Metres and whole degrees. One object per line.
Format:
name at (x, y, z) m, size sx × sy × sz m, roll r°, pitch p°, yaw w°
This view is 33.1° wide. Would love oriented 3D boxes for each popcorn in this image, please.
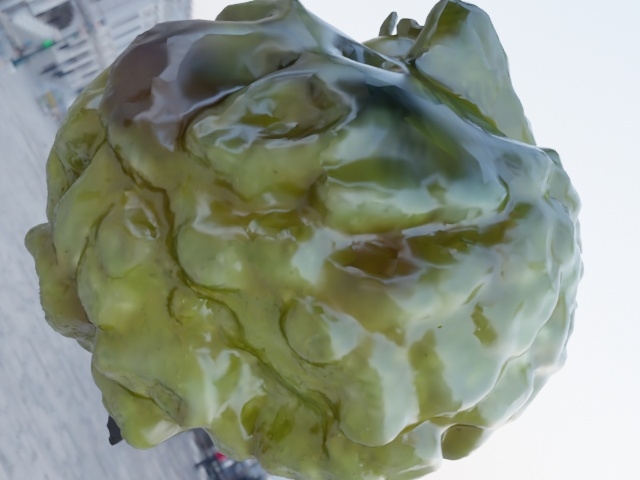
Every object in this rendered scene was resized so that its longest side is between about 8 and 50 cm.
popcorn at (-0.002, -0.002, 0.434) m, size 0.218 × 0.189 × 0.169 m, roll 22°, pitch -54°, yaw 13°
